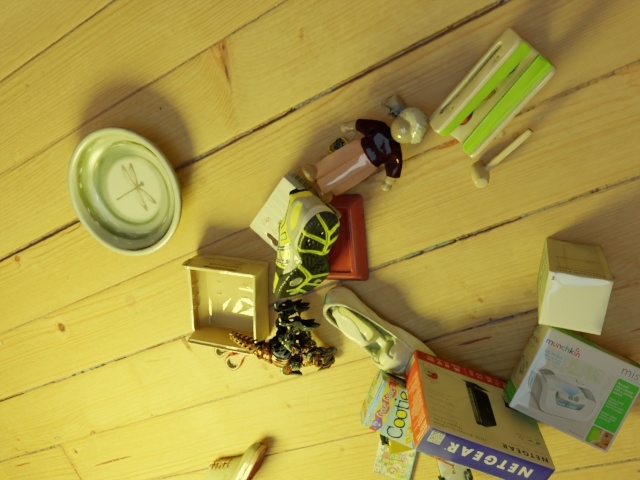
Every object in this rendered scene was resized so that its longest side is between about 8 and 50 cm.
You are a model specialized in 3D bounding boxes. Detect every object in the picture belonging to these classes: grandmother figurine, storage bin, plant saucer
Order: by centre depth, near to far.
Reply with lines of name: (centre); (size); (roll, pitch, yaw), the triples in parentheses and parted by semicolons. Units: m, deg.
grandmother figurine: (0.128, -0.220, 1.498); (0.342, 0.104, 0.208); (-32, 104, 28)
plant saucer: (0.000, 0.000, 1.683); (0.259, 0.048, 0.258); (1, 108, 20)
plant saucer: (-0.584, -0.153, 1.809); (0.400, 0.100, 0.400); (6, 109, 18)
storage bin: (-0.293, 0.190, 1.810); (0.260, 0.123, 0.262); (6, 110, 17)

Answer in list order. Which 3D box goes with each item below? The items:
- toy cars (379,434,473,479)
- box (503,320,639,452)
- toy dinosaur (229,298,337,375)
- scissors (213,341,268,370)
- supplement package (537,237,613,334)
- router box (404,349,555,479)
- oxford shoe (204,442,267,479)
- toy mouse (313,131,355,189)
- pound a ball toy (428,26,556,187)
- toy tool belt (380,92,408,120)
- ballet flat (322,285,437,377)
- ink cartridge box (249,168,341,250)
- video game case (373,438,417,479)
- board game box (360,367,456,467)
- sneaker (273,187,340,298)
toy cars: (0.302, 0.592, 1.754); (0.393, 0.087, 0.176); (36, 90, 2)
box: (0.642, 0.362, 1.499); (0.262, 0.127, 0.231); (26, 99, 6)
toy dinosaur: (-0.095, 0.304, 1.722); (0.164, 0.322, 0.218); (37, 115, 44)
scissors: (-0.219, 0.336, 1.890); (0.297, 0.021, 0.109); (-28, 95, 27)
supplement package: (0.594, 0.101, 1.394); (0.139, 0.244, 0.134); (10, 111, 17)
router box: (0.394, 0.450, 1.509); (0.335, 0.301, 0.082); (20, 115, -7)
oxford shoe: (-0.323, 0.813, 2.030); (0.146, 0.140, 0.397); (41, 114, 11)
toy mouse: (0.064, -0.205, 1.597); (0.161, 0.031, 0.143); (-23, 99, 25)
pound a ball toy: (0.410, -0.312, 1.402); (0.208, 0.136, 0.319); (30, 118, -20)
toy tool belt: (0.195, -0.331, 1.501); (0.051, 0.052, 0.083); (-23, 123, 38)
ballet flat: (0.161, 0.289, 1.678); (0.400, 0.139, 0.139); (38, 116, 3)
ink cartridge box: (-0.074, -0.058, 1.647); (0.189, 0.066, 0.232); (43, 137, 1)
video game case: (0.237, 0.678, 1.848); (0.119, 0.015, 0.166); (14, 112, 15)
board game box: (0.265, 0.488, 1.639); (0.275, 0.144, 0.142); (24, 91, 1)
sneaker: (-0.052, 0.016, 1.581); (0.147, 0.145, 0.385); (60, 146, 30)
